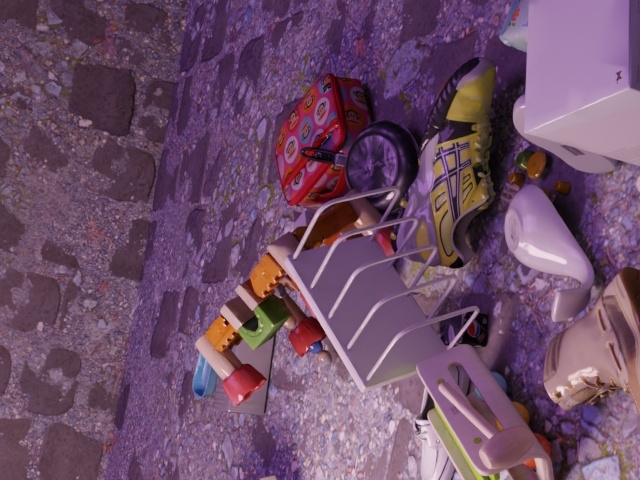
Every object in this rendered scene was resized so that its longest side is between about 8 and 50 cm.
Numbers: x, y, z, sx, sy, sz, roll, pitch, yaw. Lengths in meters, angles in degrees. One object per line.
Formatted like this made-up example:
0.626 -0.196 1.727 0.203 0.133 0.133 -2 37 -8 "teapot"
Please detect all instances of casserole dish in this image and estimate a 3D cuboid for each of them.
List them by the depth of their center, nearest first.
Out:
-0.308 0.347 2.936 0.114 0.037 0.189 15 92 65 "casserole dish"

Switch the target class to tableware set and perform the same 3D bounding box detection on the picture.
0.360 -0.095 1.767 0.154 0.024 0.104 37 109 64 "tableware set"

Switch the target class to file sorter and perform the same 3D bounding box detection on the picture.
0.106 0.074 1.786 0.278 0.192 0.173 58 143 25 "file sorter"

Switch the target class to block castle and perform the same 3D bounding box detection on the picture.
-0.023 0.132 2.109 0.213 0.303 0.453 48 136 9 "block castle"

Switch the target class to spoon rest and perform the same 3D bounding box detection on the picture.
0.355 0.019 1.654 0.276 0.084 0.137 -105 15 -53 "spoon rest"

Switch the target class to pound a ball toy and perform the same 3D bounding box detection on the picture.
0.262 0.274 1.630 0.319 0.135 0.208 -121 13 -55 "pound a ball toy"

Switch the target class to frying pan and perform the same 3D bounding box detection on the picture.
0.081 -0.185 2.223 0.326 0.053 0.197 41 116 34 "frying pan"

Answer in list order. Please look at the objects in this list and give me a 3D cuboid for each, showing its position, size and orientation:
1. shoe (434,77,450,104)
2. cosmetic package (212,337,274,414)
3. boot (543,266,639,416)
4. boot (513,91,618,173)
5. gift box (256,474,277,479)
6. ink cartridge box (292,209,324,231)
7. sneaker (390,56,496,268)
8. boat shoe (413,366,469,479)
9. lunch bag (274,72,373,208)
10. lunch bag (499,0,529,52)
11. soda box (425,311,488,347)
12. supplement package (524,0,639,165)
0.230 -0.200 2.016 0.058 0.076 0.219 4 84 58 "shoe"
-0.188 0.306 2.629 0.127 0.107 0.238 163 113 -65 "cosmetic package"
0.402 0.193 1.460 0.203 0.095 0.262 -52 34 42 "boot"
0.361 -0.196 1.549 0.095 0.258 0.124 -2 72 36 "boot"
-0.181 0.685 2.282 0.255 0.258 0.277 -42 62 48 "gift box"
0.000 0.000 2.371 0.060 0.104 0.180 -49 38 45 "ink cartridge box"
0.253 -0.132 1.891 0.147 0.145 0.385 23 109 22 "sneaker"
0.195 0.321 1.855 0.083 0.075 0.226 0 79 65 "boat shoe"
0.010 -0.208 2.442 0.293 0.120 0.258 -49 42 44 "lunch bag"
0.418 -0.411 1.633 0.223 0.160 0.262 7 74 68 "lunch bag"
0.226 0.162 1.890 0.169 0.053 0.060 -17 63 62 "soda box"
0.432 -0.226 1.389 0.199 0.262 0.198 -21 60 60 "supplement package"
